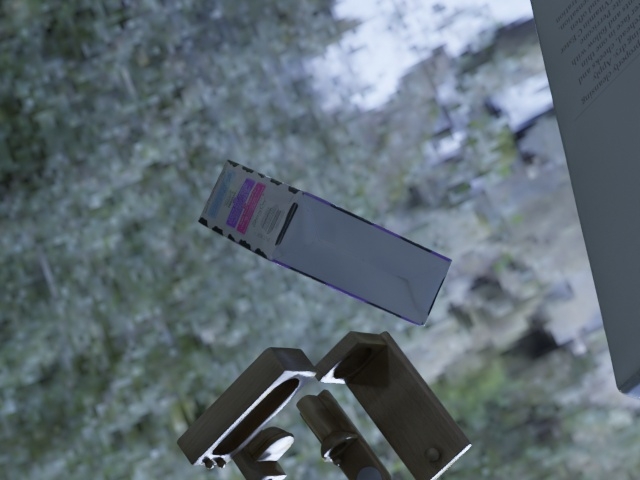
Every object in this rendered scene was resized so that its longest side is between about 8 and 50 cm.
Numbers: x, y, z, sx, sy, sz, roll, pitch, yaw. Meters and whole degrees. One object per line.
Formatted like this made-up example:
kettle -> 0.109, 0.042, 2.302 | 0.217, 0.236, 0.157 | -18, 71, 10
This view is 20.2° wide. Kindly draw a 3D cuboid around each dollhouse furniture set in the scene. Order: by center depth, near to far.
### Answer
dollhouse furniture set -> 0.004, 0.162, 1.431 | 0.144, 0.123, 0.151 | -46, 154, 19

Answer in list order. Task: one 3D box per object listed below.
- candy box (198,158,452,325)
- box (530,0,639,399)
candy box -> 0.000, 0.000, 1.642 | 0.165, 0.196, 0.070 | 24, 90, -26
box -> 0.268, -0.068, 1.019 | 0.215, 0.345, 0.168 | 18, 135, -26
